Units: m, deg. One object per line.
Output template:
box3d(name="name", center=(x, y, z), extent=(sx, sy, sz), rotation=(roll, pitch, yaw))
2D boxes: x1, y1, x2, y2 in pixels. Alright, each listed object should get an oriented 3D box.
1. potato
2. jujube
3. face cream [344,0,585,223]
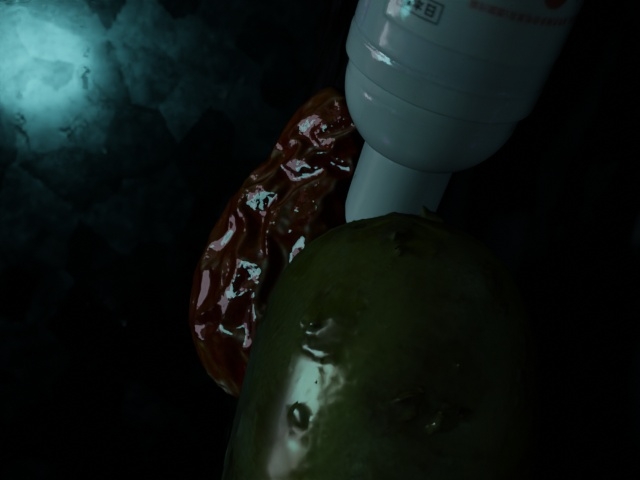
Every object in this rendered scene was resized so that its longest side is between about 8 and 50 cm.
box3d(name="potato", center=(0.031, 0.129, 0.474), extent=(0.210, 0.173, 0.308), rotation=(-171, 92, -79))
box3d(name="jujube", center=(0.000, 0.000, 0.826), extent=(0.342, 0.216, 0.216), rotation=(-64, 8, -2))
box3d(name="face cream", center=(0.090, -0.142, 0.570), extent=(0.145, 0.145, 0.370), rotation=(-89, 16, -55))
